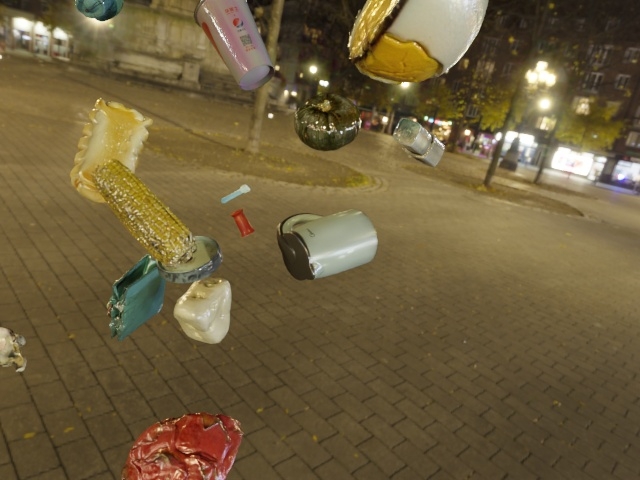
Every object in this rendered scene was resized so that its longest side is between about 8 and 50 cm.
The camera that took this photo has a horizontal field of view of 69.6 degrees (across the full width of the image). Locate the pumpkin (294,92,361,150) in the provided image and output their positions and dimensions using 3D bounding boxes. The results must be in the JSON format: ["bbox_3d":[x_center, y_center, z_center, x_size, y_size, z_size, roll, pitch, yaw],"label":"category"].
[{"bbox_3d":[0.023,-0.393,1.517,0.223,0.157,0.224,-2,50,3],"label":"pumpkin"}]

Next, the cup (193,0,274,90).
[{"bbox_3d":[-0.280,-0.672,1.566,0.203,0.203,0.289,-16,76,-59],"label":"cup"}]

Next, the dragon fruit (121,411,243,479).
[{"bbox_3d":[-0.346,0.523,1.055,0.316,0.152,0.205,-30,28,1],"label":"dragon fruit"}]

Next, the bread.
[{"bbox_3d":[-0.632,-0.259,1.374,0.172,0.311,0.121,22,-18,-30],"label":"bread"}]

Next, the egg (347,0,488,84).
[{"bbox_3d":[0.202,-0.436,0.852,0.201,0.337,0.337,22,12,-20],"label":"egg"}]

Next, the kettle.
[{"bbox_3d":[0.000,0.000,1.266,0.236,0.161,0.221,-19,53,-33],"label":"kettle"}]

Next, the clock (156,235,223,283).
[{"bbox_3d":[-0.454,0.061,1.597,0.225,0.049,0.226,-4,35,3],"label":"clock"}]

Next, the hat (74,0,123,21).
[{"bbox_3d":[-0.695,-0.728,1.402,0.190,0.078,0.138,-8,-31,36],"label":"hat"}]

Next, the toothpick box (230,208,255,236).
[{"bbox_3d":[-0.244,-0.056,1.439,0.047,0.083,0.047,-25,11,5],"label":"toothpick box"}]

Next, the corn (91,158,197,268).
[{"bbox_3d":[-0.431,-0.061,1.126,0.318,0.115,0.115,47,19,0],"label":"corn"}]

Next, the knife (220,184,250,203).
[{"bbox_3d":[-0.244,-0.132,1.307,0.027,0.096,0.010,48,22,-44],"label":"knife"}]

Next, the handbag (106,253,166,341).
[{"bbox_3d":[-0.708,0.208,1.769,0.100,0.269,0.274,24,32,8],"label":"handbag"}]

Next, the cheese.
[{"bbox_3d":[-0.453,0.293,1.753,0.173,0.248,0.251,6,18,10],"label":"cheese"}]

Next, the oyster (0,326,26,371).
[{"bbox_3d":[-0.903,0.316,1.278,0.191,0.081,0.163,30,39,22],"label":"oyster"}]

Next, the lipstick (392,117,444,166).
[{"bbox_3d":[0.265,-0.261,1.228,0.079,0.078,0.253,29,10,23],"label":"lipstick"}]
